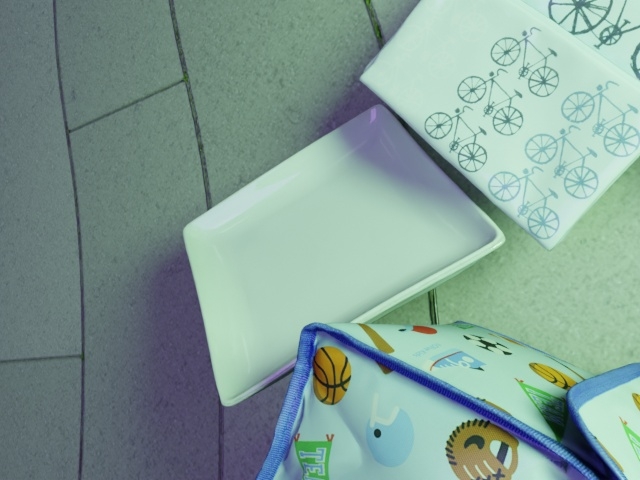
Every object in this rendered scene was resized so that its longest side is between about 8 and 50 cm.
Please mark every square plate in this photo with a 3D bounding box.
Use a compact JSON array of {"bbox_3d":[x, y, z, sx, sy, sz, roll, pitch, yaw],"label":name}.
[{"bbox_3d":[0.000,0.000,0.775,0.344,0.049,0.347,-32,40,4],"label":"square plate"}]

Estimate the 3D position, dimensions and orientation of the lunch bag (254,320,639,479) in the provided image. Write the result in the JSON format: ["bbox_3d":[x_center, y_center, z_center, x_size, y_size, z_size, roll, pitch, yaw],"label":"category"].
[{"bbox_3d":[0.195,0.214,0.556,0.386,0.328,0.238,22,99,38],"label":"lunch bag"}]

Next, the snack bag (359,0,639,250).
[{"bbox_3d":[0.239,-0.216,0.630,0.342,0.037,0.323,-49,60,18],"label":"snack bag"}]
